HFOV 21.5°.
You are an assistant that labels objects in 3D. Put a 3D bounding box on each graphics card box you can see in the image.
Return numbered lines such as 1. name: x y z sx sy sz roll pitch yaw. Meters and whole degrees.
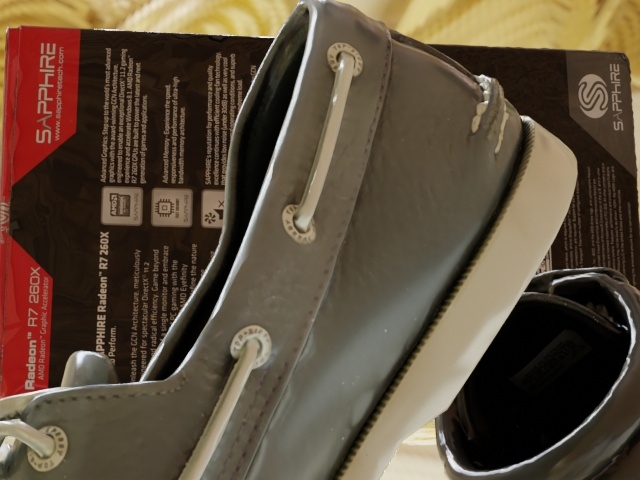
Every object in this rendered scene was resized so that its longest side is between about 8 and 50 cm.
1. graphics card box: 0.000 0.000 0.989 0.371 0.094 0.233 1 -109 -6

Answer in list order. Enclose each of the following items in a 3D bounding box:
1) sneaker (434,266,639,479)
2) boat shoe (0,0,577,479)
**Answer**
1. sneaker: 0.109 0.058 0.647 0.147 0.104 0.296 53 -169 -16
2. boat shoe: -0.049 0.065 0.457 0.099 0.319 0.116 42 157 -13
